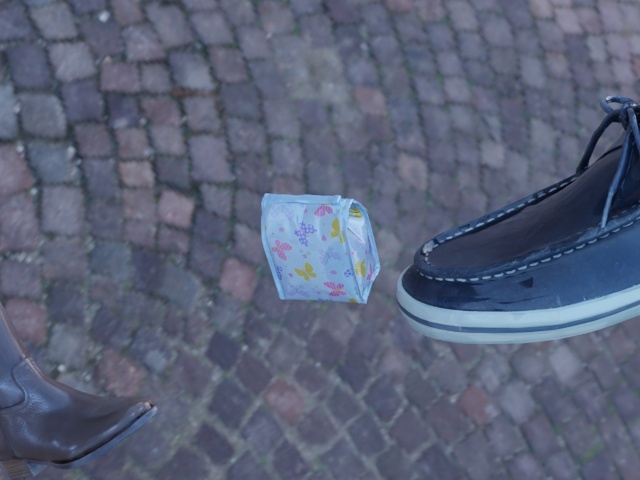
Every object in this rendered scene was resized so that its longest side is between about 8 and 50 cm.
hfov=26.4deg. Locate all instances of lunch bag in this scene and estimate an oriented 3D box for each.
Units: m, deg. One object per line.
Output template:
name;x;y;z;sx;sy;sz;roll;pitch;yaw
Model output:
lunch bag;0.000;0.000;0.978;0.053;0.071;0.083;-66;148;-44

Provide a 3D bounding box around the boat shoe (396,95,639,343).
boat shoe;0.284;-0.056;1.070;0.187;0.500;0.156;-76;143;-65

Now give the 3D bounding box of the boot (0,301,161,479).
boot;-0.137;0.049;0.623;0.114;0.106;0.037;64;31;-7
